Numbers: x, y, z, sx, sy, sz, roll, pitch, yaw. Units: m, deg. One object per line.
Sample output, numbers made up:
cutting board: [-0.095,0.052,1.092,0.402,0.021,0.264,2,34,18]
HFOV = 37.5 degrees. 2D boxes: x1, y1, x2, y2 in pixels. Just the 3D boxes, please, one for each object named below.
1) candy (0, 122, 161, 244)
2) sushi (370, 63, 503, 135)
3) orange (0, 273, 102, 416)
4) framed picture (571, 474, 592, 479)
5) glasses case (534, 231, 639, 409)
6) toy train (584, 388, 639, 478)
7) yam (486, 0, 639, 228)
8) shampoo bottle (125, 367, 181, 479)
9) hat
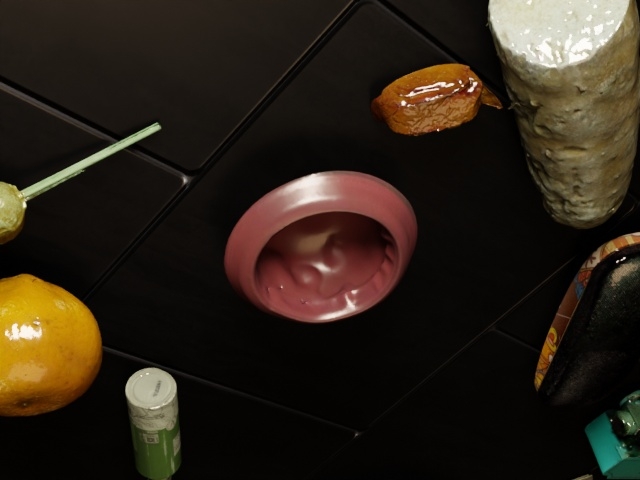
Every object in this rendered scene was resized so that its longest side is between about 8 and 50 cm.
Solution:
candy: [-0.237,-0.059,0.868,0.202,0.061,0.061,-28,137,-4]
sushi: [0.112,-0.133,0.913,0.120,0.052,0.055,-20,138,-1]
orange: [-0.299,0.106,0.952,0.154,0.134,0.155,-8,158,-3]
framed picture: [0.417,0.480,1.674,0.142,0.011,0.183,-20,137,-1]
glasses case: [0.372,0.114,1.237,0.122,0.082,0.321,-5,136,-14]
toy train: [0.516,0.307,1.474,0.197,0.107,0.154,7,138,-27]
yam: [0.246,-0.129,0.921,0.133,0.133,0.330,-22,140,2]
shampoo bottle: [-0.204,0.245,1.164,0.065,0.065,0.204,-8,136,-13]
hat: [0.000,0.000,0.979,0.205,0.089,0.205,-8,132,-9]
